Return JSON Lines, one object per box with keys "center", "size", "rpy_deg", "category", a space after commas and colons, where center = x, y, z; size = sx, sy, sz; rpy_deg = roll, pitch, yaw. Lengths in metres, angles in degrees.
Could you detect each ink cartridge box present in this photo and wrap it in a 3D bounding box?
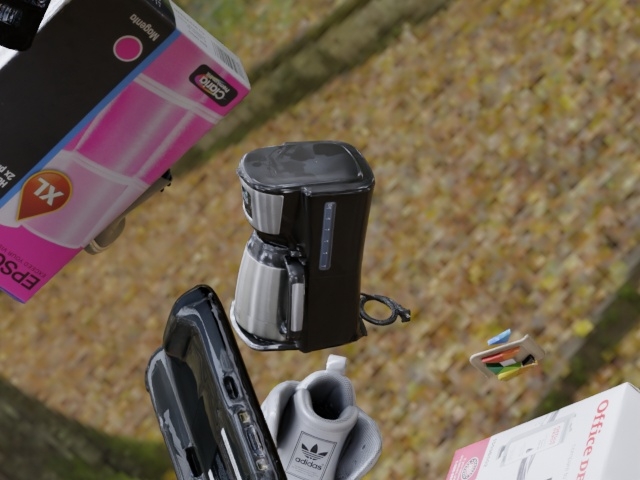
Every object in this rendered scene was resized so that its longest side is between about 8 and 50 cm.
{"center": [-0.251, -0.069, 1.375], "size": [0.371, 0.176, 0.069], "rpy_deg": [-41, 35, 16], "category": "ink cartridge box"}
{"center": [0.254, 0.298, 1.773], "size": [0.283, 0.117, 0.207], "rpy_deg": [-32, 25, 45], "category": "ink cartridge box"}

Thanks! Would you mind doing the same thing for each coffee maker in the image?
{"center": [0.000, 0.000, 1.519], "size": [0.171, 0.178, 0.120], "rpy_deg": [-17, 37, -35], "category": "coffee maker"}

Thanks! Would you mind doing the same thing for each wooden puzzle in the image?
{"center": [0.211, 0.133, 1.814], "size": [0.078, 0.116, 0.014], "rpy_deg": [-28, 59, 22], "category": "wooden puzzle"}

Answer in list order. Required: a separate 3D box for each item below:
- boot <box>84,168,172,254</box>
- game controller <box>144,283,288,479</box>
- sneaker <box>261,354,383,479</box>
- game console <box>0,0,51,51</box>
{"center": [-0.208, -0.046, 1.749], "size": [0.137, 0.077, 0.198], "rpy_deg": [-22, -6, 7], "category": "boot"}
{"center": [-0.062, 0.193, 1.263], "size": [0.067, 0.319, 0.166], "rpy_deg": [-6, -33, -28], "category": "game controller"}
{"center": [-0.047, 0.279, 1.606], "size": [0.366, 0.137, 0.210], "rpy_deg": [-71, 6, -47], "category": "sneaker"}
{"center": [-0.257, -0.116, 1.163], "size": [0.361, 0.044, 0.213], "rpy_deg": [-64, 22, 8], "category": "game console"}
